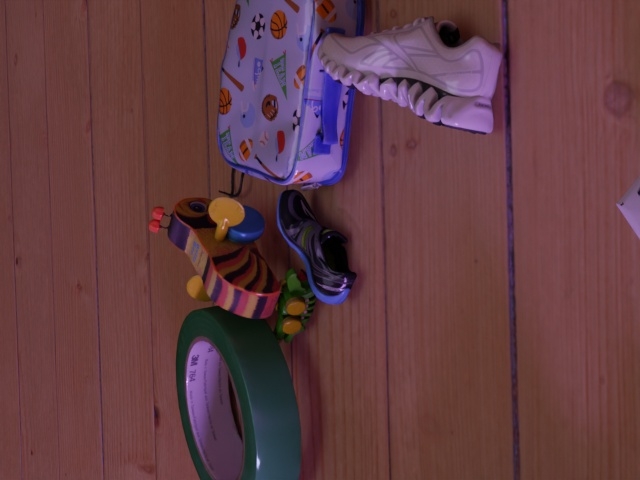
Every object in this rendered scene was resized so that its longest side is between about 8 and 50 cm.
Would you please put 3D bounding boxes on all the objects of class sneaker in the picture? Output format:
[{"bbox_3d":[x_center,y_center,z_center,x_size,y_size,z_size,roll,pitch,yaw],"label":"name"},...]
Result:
[{"bbox_3d":[0.112,-0.220,1.513,0.292,0.110,0.118,28,108,44],"label":"sneaker"},{"bbox_3d":[0.000,0.000,1.736,0.078,0.067,0.188,-50,55,34],"label":"sneaker"}]

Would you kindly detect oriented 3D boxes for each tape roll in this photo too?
[{"bbox_3d":[-0.131,0.258,1.895,0.321,0.077,0.321,29,123,58],"label":"tape roll"}]

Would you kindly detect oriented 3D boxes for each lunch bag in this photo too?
[{"bbox_3d":[-0.038,-0.220,1.729,0.243,0.115,0.303,20,108,53],"label":"lunch bag"}]

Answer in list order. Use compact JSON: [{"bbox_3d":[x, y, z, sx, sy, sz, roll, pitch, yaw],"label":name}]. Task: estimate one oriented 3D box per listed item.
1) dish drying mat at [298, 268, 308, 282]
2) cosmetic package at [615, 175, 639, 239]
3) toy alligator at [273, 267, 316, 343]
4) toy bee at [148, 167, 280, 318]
[{"bbox_3d":[-0.033,0.084,1.835,0.032,0.008,0.083,52,132,41],"label":"dish drying mat"},{"bbox_3d":[0.376,0.023,1.146,0.239,0.060,0.099,64,141,32],"label":"cosmetic package"},{"bbox_3d":[-0.038,0.113,1.811,0.056,0.051,0.190,-111,25,-46],"label":"toy alligator"},{"bbox_3d":[-0.172,0.004,1.857,0.298,0.162,0.195,-133,48,-60],"label":"toy bee"}]
